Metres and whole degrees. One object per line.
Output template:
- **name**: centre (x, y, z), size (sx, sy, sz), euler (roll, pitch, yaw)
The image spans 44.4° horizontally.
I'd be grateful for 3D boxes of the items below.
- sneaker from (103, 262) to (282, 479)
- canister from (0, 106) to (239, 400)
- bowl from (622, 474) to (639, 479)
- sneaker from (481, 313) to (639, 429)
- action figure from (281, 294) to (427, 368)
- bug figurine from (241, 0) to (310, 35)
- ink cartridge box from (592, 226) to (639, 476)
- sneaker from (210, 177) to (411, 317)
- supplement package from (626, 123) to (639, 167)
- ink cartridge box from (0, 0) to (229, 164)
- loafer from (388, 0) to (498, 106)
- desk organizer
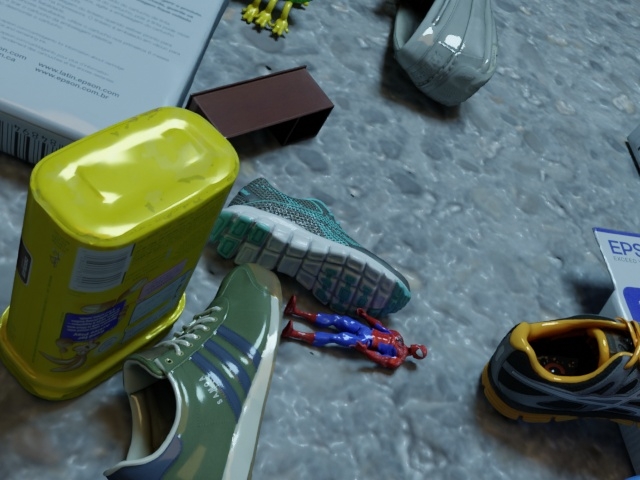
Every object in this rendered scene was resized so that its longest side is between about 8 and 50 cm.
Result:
- **sneaker**: centre (-0.081, 0.082, 0.500), size (0.086, 0.064, 0.192), euler (28, 48, -25)
- **canister**: centre (-0.124, 0.010, 0.473), size (0.073, 0.170, 0.126), euler (45, 48, 11)
- **bowl**: centre (0.210, 0.317, 0.385), size (0.391, 0.077, 0.391), euler (27, 47, -33)
- **sneaker**: centre (0.234, 0.094, 0.593), size (0.215, 0.083, 0.084), euler (-6, 52, 3)
- **action figure**: centre (0.029, 0.073, 0.600), size (0.115, 0.030, 0.038), euler (18, 43, -16)
- **bug figurine**: centre (-0.084, -0.336, 0.836), size (0.216, 0.072, 0.279), euler (26, 47, -6)
- **ink cartridge box**: centre (0.393, 0.145, 0.701), size (0.304, 0.072, 0.307), euler (8, 49, -19)
- **sneaker**: centre (0.000, 0.000, 0.620), size (0.166, 0.065, 0.076), euler (28, 43, -6)
- **supplement package**: centre (0.525, -0.102, 0.866), size (0.262, 0.204, 0.145), euler (11, 50, -19)
- **ink cartridge box**: centre (-0.244, -0.227, 0.648), size (0.324, 0.071, 0.330), euler (22, 55, -9)
- **loafer**: centre (0.130, -0.290, 0.876), size (0.111, 0.112, 0.319), euler (27, 45, -27)
- **desk organizer**: centre (-0.054, -0.109, 0.688), size (0.130, 0.047, 0.050), euler (-24, 70, -38)
